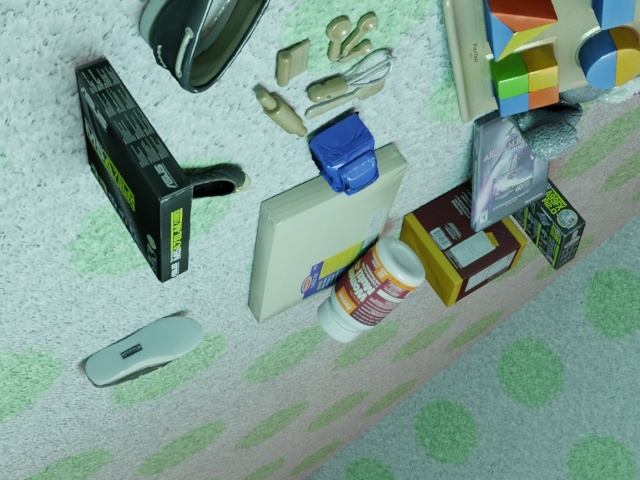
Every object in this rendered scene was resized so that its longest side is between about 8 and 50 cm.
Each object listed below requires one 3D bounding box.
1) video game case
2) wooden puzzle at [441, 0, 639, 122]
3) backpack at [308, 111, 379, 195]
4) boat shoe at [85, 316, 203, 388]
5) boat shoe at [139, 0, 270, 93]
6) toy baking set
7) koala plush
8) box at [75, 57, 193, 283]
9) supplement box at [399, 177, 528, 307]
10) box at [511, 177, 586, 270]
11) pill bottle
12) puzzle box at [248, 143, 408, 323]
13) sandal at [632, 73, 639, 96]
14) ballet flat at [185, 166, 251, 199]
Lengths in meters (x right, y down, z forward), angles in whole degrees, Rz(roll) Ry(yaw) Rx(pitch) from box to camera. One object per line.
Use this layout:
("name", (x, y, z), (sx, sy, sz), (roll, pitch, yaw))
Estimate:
("video game case", (0.388, -0.161, 1.765), (0.196, 0.026, 0.274), (-27, 137, -20))
("wooden puzzle", (0.363, -0.305, 1.283), (0.348, 0.080, 0.322), (-18, 149, 5))
("backpack", (0.041, -0.122, 1.365), (0.098, 0.101, 0.120), (-26, 162, -4))
("boat shoe", (-0.316, 0.203, 1.580), (0.219, 0.078, 0.070), (-20, 156, -13))
("boat shoe", (-0.071, -0.277, 0.864), (0.114, 0.091, 0.302), (-12, 150, -46))
("toy baking set", (0.017, -0.217, 1.213), (0.197, 0.030, 0.256), (-36, 159, 4))
("koala plush", (0.423, -0.270, 1.515), (0.221, 0.196, 0.203), (-41, 170, 16))
("box", (-0.206, -0.072, 0.970), (0.045, 0.190, 0.184), (-28, 159, -21))
("supplement box", (0.307, 0.002, 1.901), (0.194, 0.191, 0.129), (-29, 157, -14))
("box", (0.516, -0.064, 2.037), (0.060, 0.216, 0.270), (-34, 159, -2))
("pill bottle", (0.098, 0.103, 1.762), (0.221, 0.121, 0.121), (-46, 156, 28))
("puzzle box", (0.000, 0.000, 1.633), (0.272, 0.052, 0.409), (-26, 158, -22))
("sandal", (0.793, -0.361, 1.962), (0.416, 0.102, 0.169), (-9, 148, -48))
("ballet flat", (-0.164, -0.071, 1.235), (0.173, 0.049, 0.057), (-10, 150, -47))
